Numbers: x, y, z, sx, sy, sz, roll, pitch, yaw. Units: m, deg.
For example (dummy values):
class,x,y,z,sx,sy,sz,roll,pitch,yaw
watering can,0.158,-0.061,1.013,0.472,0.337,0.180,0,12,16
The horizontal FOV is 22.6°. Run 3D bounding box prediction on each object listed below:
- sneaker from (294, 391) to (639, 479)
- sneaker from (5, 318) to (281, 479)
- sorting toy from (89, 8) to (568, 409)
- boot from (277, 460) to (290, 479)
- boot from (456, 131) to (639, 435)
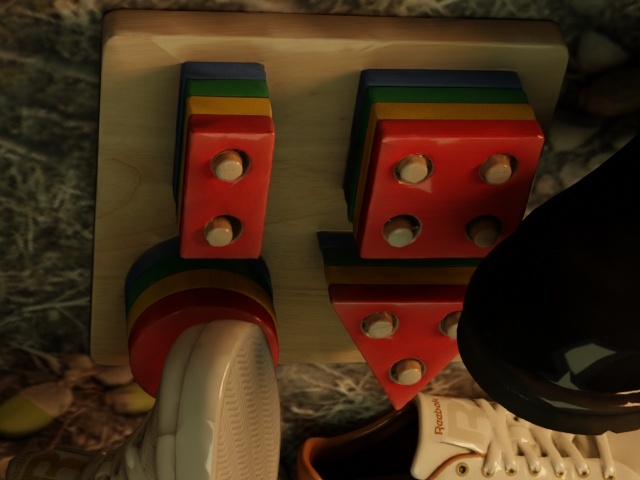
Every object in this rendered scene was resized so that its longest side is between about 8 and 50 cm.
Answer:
class,x,y,z,sx,sy,sz,roll,pitch,yaw
sneaker,0.123,0.153,1.081,0.290,0.106,0.123,-13,135,2
sneaker,-0.115,0.147,0.927,0.169,0.108,0.292,17,131,15
sorting toy,0.000,0.000,0.928,0.257,0.089,0.255,0,133,-11
boot,-0.085,0.353,1.107,0.138,0.284,0.377,7,129,-16
boot,0.217,-0.075,0.813,0.348,0.131,0.260,-32,146,-29
